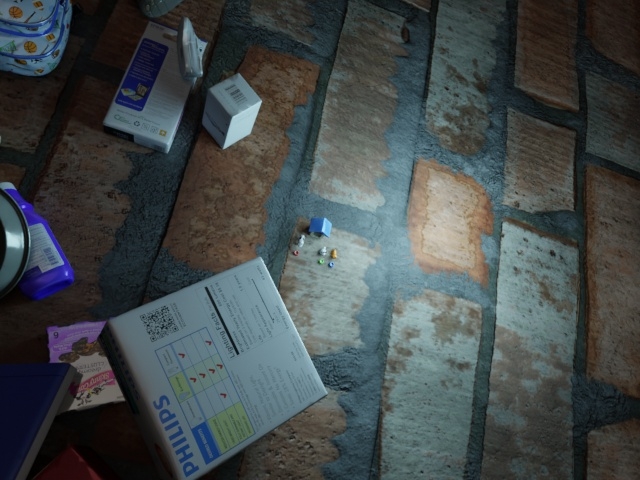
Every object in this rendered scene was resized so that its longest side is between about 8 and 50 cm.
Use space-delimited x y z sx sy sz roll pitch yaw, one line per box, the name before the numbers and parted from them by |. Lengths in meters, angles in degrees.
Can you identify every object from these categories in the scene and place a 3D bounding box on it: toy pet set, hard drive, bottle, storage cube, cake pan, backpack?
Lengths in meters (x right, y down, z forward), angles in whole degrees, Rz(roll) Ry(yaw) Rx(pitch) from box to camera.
toy pet set | 0.000 0.000 1.449 0.122 0.065 0.114 18 68 -12
hard drive | -0.637 0.394 1.009 0.210 0.040 0.318 -6 47 18
bottle | -0.694 -0.003 1.210 0.118 0.092 0.282 -30 83 -24
storage cube | -0.490 0.547 1.029 0.193 0.215 0.184 42 65 7
cake pan | -0.791 0.005 1.127 0.294 0.054 0.292 0 90 3
backpack | -0.776 -0.569 1.325 0.277 0.213 0.263 4 81 -20

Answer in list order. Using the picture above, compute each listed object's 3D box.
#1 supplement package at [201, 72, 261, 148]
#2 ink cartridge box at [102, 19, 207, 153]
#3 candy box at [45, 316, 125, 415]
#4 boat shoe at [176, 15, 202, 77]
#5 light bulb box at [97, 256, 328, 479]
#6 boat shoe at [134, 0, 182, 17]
supplement package | -0.249 -0.354 1.426 0.105 0.179 0.105 -39 87 -25
ink cartridge box | -0.457 -0.437 1.451 0.176 0.069 0.370 18 69 -12
candy box | -0.526 0.285 1.178 0.165 0.070 0.196 -7 74 -21
boat shoe | -0.364 -0.545 1.455 0.063 0.066 0.184 1 69 -34
light bulb box | -0.243 0.279 1.147 0.361 0.225 0.357 -23 83 -33
boat shoe | -0.421 -0.813 1.555 0.355 0.132 0.130 -39 87 -26
